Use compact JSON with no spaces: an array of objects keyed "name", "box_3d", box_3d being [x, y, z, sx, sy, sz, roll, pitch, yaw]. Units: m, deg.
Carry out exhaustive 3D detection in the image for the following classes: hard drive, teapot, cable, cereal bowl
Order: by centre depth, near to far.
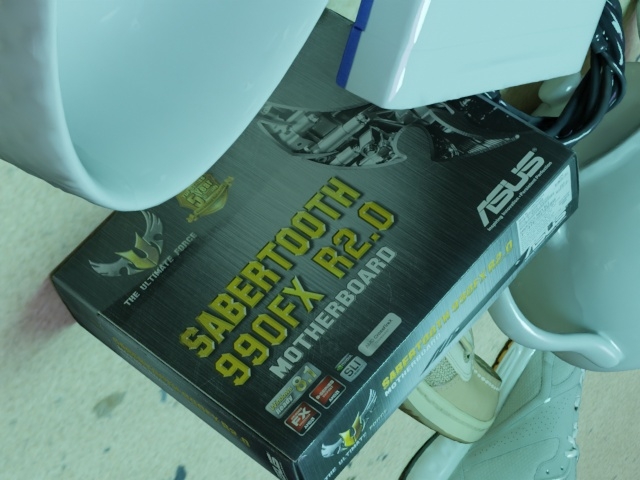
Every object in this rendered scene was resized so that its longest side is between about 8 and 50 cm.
[{"name":"cereal bowl","box_3d":[-0.069,-0.188,0.626,0.339,0.141,0.339,-61,166,-27]},{"name":"hard drive","box_3d":[0.119,-0.225,0.815,0.210,0.040,0.319,-17,130,-54]},{"name":"cable","box_3d":[0.132,-0.134,1.103,0.184,0.047,0.150,28,80,-36]},{"name":"teapot","box_3d":[0.215,-0.039,1.227,0.252,0.256,0.187,-36,107,5]}]

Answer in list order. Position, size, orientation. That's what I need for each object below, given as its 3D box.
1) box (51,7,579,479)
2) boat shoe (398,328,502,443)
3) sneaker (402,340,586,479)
[{"name":"box","box_3d":[0.000,0.000,0.932,0.231,0.183,0.056,-45,151,-18]},{"name":"boat shoe","box_3d":[0.056,0.046,1.133,0.110,0.121,0.341,-55,151,0]},{"name":"sneaker","box_3d":[0.191,0.163,1.468,0.262,0.121,0.099,-50,152,-11]}]
